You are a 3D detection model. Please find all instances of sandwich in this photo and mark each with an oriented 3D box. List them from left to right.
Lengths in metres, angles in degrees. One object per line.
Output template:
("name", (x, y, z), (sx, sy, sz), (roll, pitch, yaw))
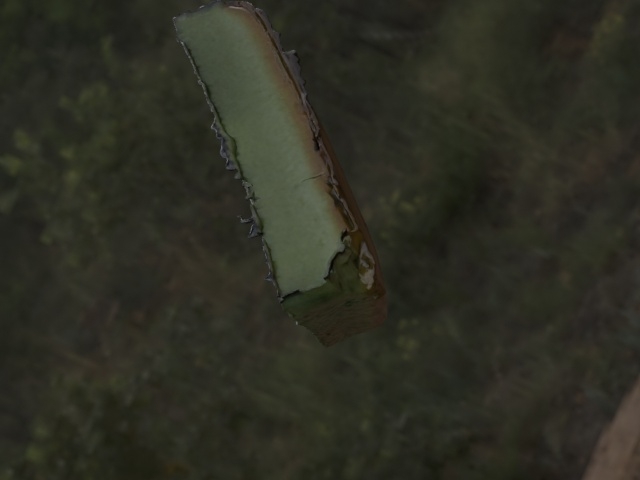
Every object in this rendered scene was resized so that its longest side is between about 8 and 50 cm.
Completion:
("sandwich", (0.000, 0.000, 1.034), (0.063, 0.212, 0.245), (-23, 47, 2))
